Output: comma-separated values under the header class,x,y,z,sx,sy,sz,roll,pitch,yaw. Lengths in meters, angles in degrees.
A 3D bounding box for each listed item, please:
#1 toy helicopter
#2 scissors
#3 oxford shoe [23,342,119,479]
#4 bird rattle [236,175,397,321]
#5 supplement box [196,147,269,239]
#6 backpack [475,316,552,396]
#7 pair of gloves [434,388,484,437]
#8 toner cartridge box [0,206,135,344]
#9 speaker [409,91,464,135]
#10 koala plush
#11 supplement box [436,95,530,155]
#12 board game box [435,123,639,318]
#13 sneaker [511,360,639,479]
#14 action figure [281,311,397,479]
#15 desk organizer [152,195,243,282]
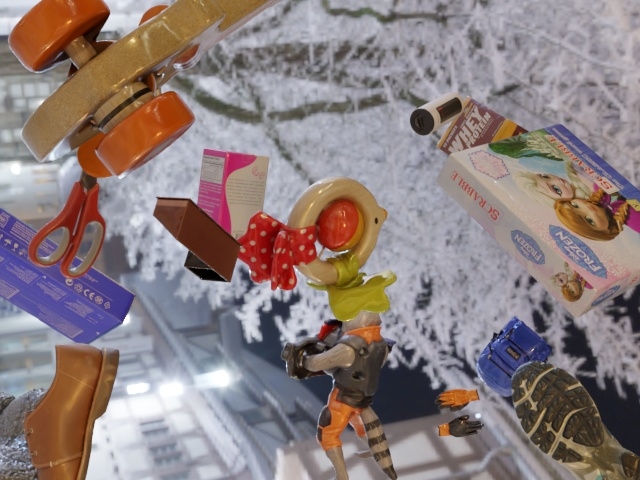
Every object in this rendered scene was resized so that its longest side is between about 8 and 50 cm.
class,x,y,z,sx,sy,sz,roll,pitch,yaw
toy helicopter,-0.127,-0.181,0.838,0.140,0.355,0.235,51,-27,-5
scissors,-0.313,-0.083,1.227,0.021,0.109,0.297,33,-77,40
oxford shoe,-0.263,0.205,0.886,0.076,0.076,0.212,156,-53,-64
bird rattle,0.000,0.000,1.332,0.143,0.253,0.207,16,-103,58
supplement box,-0.197,-0.085,1.954,0.114,0.111,0.220,17,-80,53
backpack,0.327,0.202,1.548,0.098,0.120,0.101,41,-11,22
pair of gloves,0.224,0.279,1.447,0.010,0.074,0.083,68,16,-53
toner cartridge box,-0.547,0.067,1.713,0.165,0.347,0.075,-28,-146,42
speaker,0.226,-0.246,1.728,0.055,0.136,0.055,15,-61,30
koala plush,-0.366,0.276,1.121,0.221,0.196,0.203,-84,165,-45
supplement box,0.385,-0.184,1.875,0.129,0.194,0.191,-59,-151,12
board game box,0.401,-0.048,1.449,0.319,0.318,0.066,47,-46,25
sneaker,0.380,0.303,1.317,0.283,0.110,0.122,51,-4,14
action figure,0.089,0.269,1.691,0.178,0.341,0.330,5,-82,39
desk organizer,-0.144,0.001,1.027,0.130,0.047,0.050,47,52,-56
